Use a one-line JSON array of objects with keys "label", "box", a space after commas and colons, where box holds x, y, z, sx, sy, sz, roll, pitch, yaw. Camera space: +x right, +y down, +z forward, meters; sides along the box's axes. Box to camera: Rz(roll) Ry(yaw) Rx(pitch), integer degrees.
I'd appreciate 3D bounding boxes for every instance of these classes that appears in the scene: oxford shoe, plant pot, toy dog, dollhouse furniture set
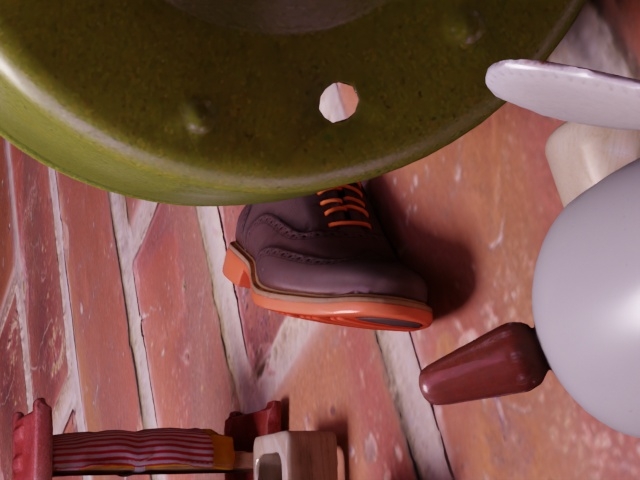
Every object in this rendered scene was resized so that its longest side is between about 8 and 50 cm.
[{"label": "oxford shoe", "box": [0.000, 0.000, 0.859, 0.271, 0.097, 0.098, 21, 100, 64]}, {"label": "plant pot", "box": [-0.041, -0.164, 0.550, 0.353, 0.366, 0.366, -125, 43, -75]}, {"label": "toy dog", "box": [0.109, 0.012, 0.381, 0.334, 0.161, 0.220, 71, 177, -62]}, {"label": "dollhouse furniture set", "box": [-0.086, 0.180, 0.886, 0.374, 0.201, 0.152, 152, 119, -62]}]
